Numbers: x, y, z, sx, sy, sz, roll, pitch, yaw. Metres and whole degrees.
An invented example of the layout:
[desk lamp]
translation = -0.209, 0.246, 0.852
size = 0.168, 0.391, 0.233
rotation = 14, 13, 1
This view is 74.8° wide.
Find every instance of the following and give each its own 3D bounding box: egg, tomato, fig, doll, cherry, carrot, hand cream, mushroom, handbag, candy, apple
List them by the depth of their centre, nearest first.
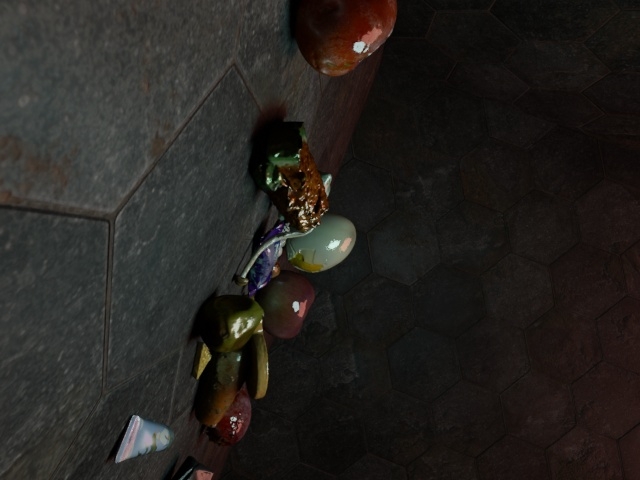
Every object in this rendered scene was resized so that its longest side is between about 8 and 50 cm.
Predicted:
[tomato]
translation = 0.047, -0.472, 0.892
size = 0.232, 0.188, 0.232
rotation = -38, -165, 12
[hand cream]
translation = -0.382, 0.436, 0.920
size = 0.256, 0.055, 0.088
rotation = 89, 17, -64
[fig]
translation = -0.230, 0.207, 1.074
size = 0.166, 0.153, 0.144
rotation = -32, -154, -21
[mushroom]
translation = -0.148, 0.027, 1.291
size = 0.306, 0.068, 0.043
rotation = -41, -166, -19
[handbag]
translation = -0.493, 0.907, 1.342
size = 0.341, 0.152, 0.288
rotation = -70, 165, 13
[carrot]
translation = -0.319, 0.463, 1.373
size = 0.138, 0.139, 0.301
rotation = -62, 174, -66
[candy]
translation = -0.186, 0.063, 1.417
size = 0.145, 0.070, 0.275
rotation = -48, 159, -52
[doll]
translation = -0.160, -0.003, 1.568
size = 0.219, 0.067, 0.090
rotation = -62, 170, -51
[cherry]
translation = -0.379, 0.732, 1.759
size = 0.192, 0.175, 0.249
rotation = 87, 22, -48
[apple]
translation = -0.163, 0.276, 1.830
size = 0.306, 0.235, 0.305
rotation = 24, 90, -86
[egg]
translation = 0.000, 0.000, 1.965
size = 0.283, 0.346, 0.282
rotation = -14, 90, -77

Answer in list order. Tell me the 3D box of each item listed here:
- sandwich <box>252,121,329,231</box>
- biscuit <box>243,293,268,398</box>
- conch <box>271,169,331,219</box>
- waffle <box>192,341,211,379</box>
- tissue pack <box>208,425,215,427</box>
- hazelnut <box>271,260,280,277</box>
[sandwich]
translation = -0.082, -0.151, 1.073
size = 0.250, 0.162, 0.300
rotation = -86, 162, -56
[biscuit]
translation = -0.226, 0.357, 1.418
size = 0.354, 0.052, 0.274
rotation = -116, -146, -47
[conch]
translation = -0.060, -0.173, 1.366
size = 0.169, 0.204, 0.385
rotation = 72, 7, -45
[waffle]
translation = -0.327, 0.312, 1.189
size = 0.097, 0.024, 0.152
rotation = -66, 175, -59
[tissue pack]
translation = -0.369, 0.559, 1.667
size = 0.170, 0.071, 0.325
rotation = 111, 2, -47
[hazelnut]
translation = -0.195, 0.104, 1.633
size = 0.086, 0.086, 0.085
rotation = 21, 90, -87
